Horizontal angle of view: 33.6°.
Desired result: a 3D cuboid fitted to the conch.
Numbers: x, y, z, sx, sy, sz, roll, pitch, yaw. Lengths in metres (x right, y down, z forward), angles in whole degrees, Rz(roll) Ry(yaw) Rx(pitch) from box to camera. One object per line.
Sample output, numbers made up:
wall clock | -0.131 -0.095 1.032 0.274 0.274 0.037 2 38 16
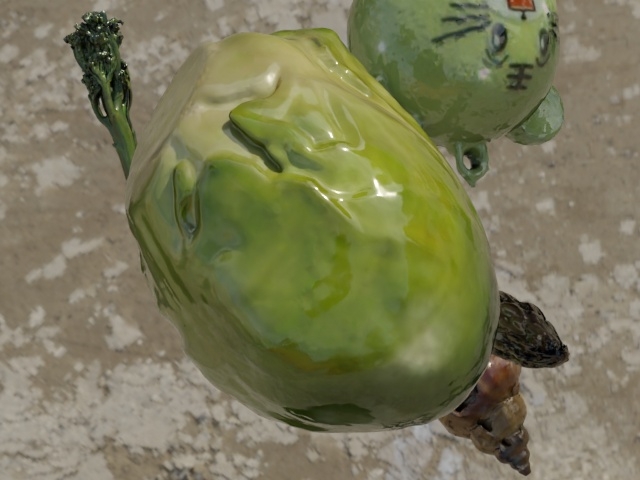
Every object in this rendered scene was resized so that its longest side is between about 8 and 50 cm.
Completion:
conch | 0.120 0.083 0.878 0.080 0.086 0.232 -27 54 26

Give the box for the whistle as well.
whistle | 0.065 -0.171 0.566 0.131 0.106 0.288 -4 86 -30

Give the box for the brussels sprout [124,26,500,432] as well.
brussels sprout | -0.002 0.003 0.382 0.117 0.155 0.155 -48 53 20

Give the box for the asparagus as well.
asparagus | 0.074 0.029 0.531 0.165 0.036 0.030 36 114 60

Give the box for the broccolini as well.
broccolini | -0.176 -0.082 0.937 0.054 0.239 0.051 -16 6 -40
